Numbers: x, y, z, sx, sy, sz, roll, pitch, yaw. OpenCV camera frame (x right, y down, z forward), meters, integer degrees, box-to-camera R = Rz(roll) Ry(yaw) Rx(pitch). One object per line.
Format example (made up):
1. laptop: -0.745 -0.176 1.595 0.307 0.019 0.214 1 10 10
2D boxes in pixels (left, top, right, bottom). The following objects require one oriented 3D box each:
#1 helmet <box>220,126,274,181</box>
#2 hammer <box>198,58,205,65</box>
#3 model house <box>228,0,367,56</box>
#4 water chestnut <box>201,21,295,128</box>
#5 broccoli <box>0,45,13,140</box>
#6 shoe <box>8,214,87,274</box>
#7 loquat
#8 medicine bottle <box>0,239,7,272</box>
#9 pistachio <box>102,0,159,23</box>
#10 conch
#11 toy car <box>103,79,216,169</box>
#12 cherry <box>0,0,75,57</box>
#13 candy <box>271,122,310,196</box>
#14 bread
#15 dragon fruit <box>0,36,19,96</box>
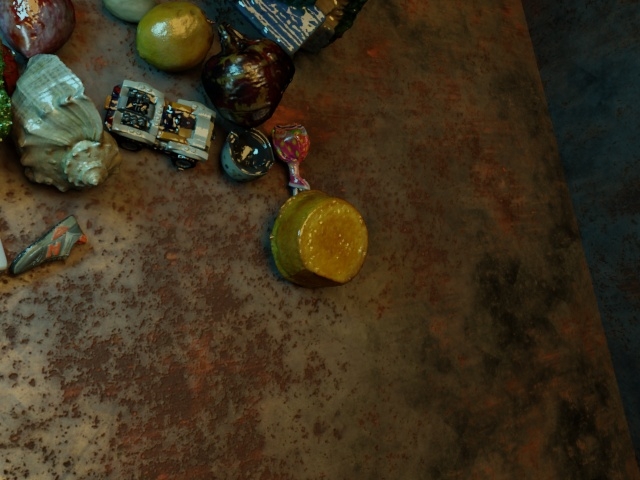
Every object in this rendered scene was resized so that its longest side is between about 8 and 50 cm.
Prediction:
1. helmet: -0.224 -0.240 1.742 0.153 0.107 0.177 35 39 -16
2. hammer: -0.402 -0.613 1.757 0.028 0.060 0.195 -38 95 -35
3. model house: -0.065 -0.764 1.757 0.395 0.445 0.400 48 46 -11
4. water chestnut: -0.217 -0.464 1.699 0.244 0.289 0.289 27 62 -8
5. broccoli: -0.843 -0.325 1.231 0.413 0.321 0.310 56 25 -6
6. shoe: -0.638 0.024 1.407 0.077 0.074 0.194 52 53 -17
7. loquat: -0.398 -0.566 1.652 0.234 0.187 0.176 -27 87 -14
8. medicine bottle: -0.781 -0.022 1.315 0.115 0.078 0.219 -16 86 -34
9. pistachio: -0.526 -0.659 1.649 0.149 0.113 0.113 -1 77 -29
10. conch: -0.626 -0.268 1.384 0.352 0.297 0.210 39 50 8
11. toy car: -0.434 -0.317 1.615 0.301 0.118 0.193 18 70 -28
12. cherry: -0.699 -0.549 1.451 0.175 0.192 0.250 -1 71 -9
13. candy: -0.082 -0.180 1.837 0.124 0.124 0.365 -2 87 -35
14. bread: 0.005 0.000 1.767 0.312 0.172 0.312 -3 95 -38
15. dragon fruit: -0.768 -0.439 1.425 0.083 0.106 0.162 -39 97 -36
